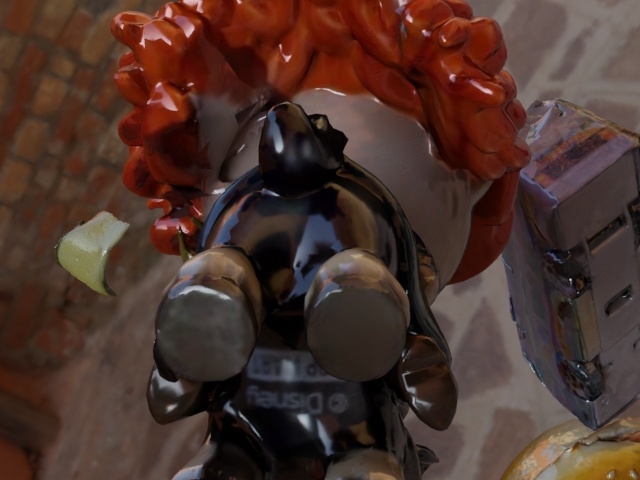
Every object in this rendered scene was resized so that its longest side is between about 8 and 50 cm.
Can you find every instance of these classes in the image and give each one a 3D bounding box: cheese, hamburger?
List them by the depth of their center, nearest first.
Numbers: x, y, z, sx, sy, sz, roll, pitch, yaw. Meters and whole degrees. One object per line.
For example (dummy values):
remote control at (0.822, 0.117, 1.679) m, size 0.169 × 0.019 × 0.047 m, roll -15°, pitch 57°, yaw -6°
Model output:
cheese at (-0.207, 0.009, 1.215) m, size 0.060 × 0.041 × 0.084 m, roll 37°, pitch 119°, yaw 25°
hamburger at (0.263, 0.272, 1.280) m, size 0.147 × 0.237 × 0.237 m, roll 28°, pitch 90°, yaw 54°

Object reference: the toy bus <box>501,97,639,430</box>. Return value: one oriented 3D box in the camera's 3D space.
toy bus at (0.223, 0.028, 1.175) m, size 0.112 × 0.317 × 0.138 m, roll -33°, pitch 47°, yaw -17°

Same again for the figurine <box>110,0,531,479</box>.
figurine at (0.002, 0.011, 0.702) m, size 0.241 × 0.306 × 0.411 m, roll -14°, pitch 46°, yaw 14°
